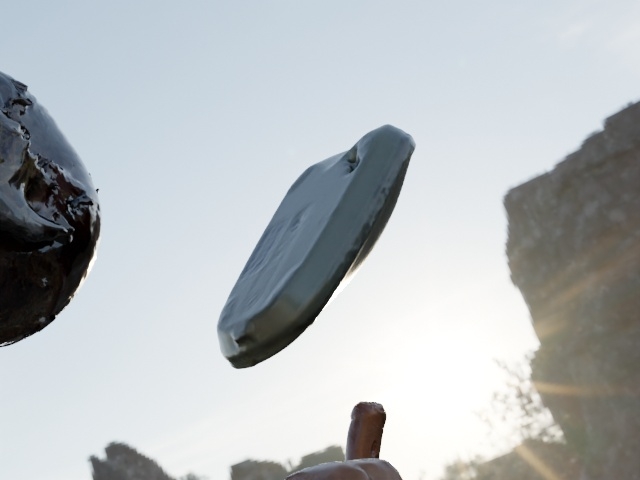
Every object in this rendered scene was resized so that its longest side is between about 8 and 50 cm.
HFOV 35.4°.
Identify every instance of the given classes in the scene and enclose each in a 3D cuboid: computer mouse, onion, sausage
[{"bbox_3d":[0.005,0.005,1.073,0.197,0.095,0.330,-30,25,51],"label":"computer mouse"},{"bbox_3d":[-0.360,-0.033,0.974,0.232,0.313,0.314,-31,-21,34],"label":"onion"},{"bbox_3d":[0.036,0.221,0.889,0.036,0.157,0.042,4,-15,8],"label":"sausage"}]

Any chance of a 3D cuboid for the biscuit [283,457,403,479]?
[{"bbox_3d":[0.012,0.234,0.292,0.043,0.306,0.283,7,-67,-30],"label":"biscuit"}]
